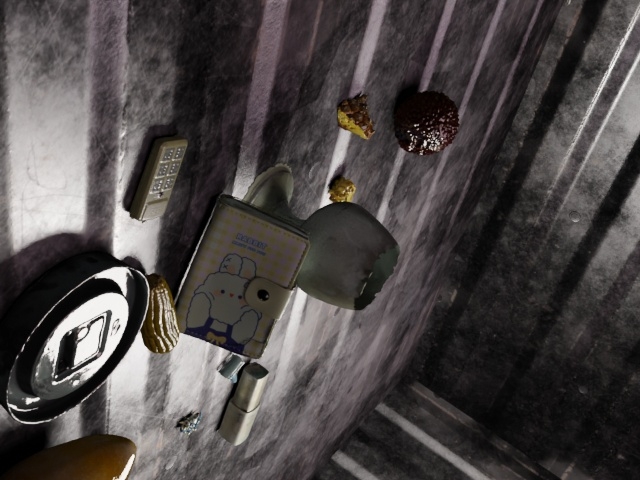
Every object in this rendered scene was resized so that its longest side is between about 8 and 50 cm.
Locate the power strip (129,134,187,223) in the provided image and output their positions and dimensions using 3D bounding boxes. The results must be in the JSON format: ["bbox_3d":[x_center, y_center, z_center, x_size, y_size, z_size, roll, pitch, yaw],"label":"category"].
[{"bbox_3d":[-0.278,-0.100,1.433,0.076,0.028,0.169,-23,142,-59],"label":"power strip"}]

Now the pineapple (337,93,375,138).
[{"bbox_3d":[0.084,-0.298,1.971,0.077,0.114,0.114,-25,-148,49],"label":"pineapple"}]

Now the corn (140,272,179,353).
[{"bbox_3d":[-0.320,0.142,1.636,0.080,0.080,0.231,-45,155,-32],"label":"corn"}]

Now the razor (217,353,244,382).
[{"bbox_3d":[-0.236,0.355,2.237,0.068,0.040,0.135,-49,166,-21],"label":"razor"}]

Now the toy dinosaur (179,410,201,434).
[{"bbox_3d":[-0.335,0.472,2.172,0.083,0.030,0.047,-21,142,-60],"label":"toy dinosaur"}]

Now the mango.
[{"bbox_3d":[-0.500,0.493,1.553,0.384,0.199,0.221,-41,154,-42],"label":"mango"}]

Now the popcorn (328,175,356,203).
[{"bbox_3d":[0.054,-0.122,2.158,0.083,0.057,0.082,-57,168,-10],"label":"popcorn"}]

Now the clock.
[{"bbox_3d":[-0.426,0.165,1.430,0.319,0.066,0.319,-47,158,-26],"label":"clock"}]

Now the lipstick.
[{"bbox_3d":[-0.215,0.463,2.375,0.079,0.077,0.253,-30,147,-53],"label":"lipstick"}]

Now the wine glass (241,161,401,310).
[{"bbox_3d":[0.000,0.000,1.819,0.238,0.323,0.238,-50,159,-27],"label":"wine glass"}]

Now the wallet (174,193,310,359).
[{"bbox_3d":[-0.167,0.081,1.715,0.077,0.223,0.309,-83,-164,-69],"label":"wallet"}]

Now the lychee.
[{"bbox_3d":[0.288,-0.320,2.246,0.188,0.188,0.188,-48,159,-26],"label":"lychee"}]
